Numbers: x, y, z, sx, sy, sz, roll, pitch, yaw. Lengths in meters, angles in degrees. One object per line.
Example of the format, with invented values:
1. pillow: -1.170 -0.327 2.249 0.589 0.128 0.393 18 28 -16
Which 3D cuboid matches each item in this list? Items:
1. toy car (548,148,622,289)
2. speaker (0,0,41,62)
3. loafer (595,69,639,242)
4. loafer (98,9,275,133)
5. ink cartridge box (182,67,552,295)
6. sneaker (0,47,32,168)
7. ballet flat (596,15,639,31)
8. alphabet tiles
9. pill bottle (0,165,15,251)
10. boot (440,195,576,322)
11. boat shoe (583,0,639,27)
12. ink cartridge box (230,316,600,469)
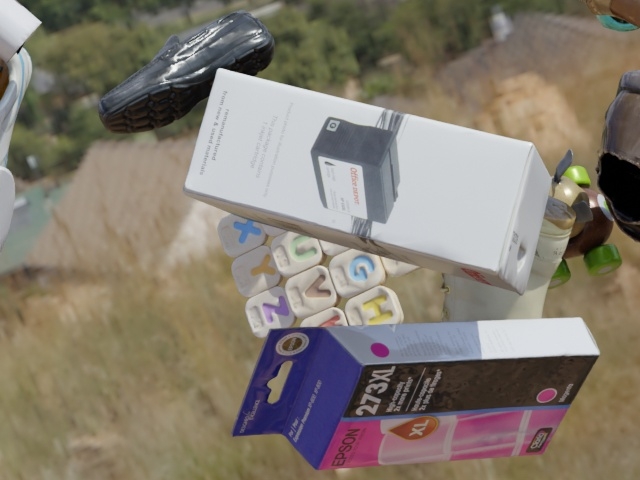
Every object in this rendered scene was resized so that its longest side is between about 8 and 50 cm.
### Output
1. toy car: 0.341 -0.045 2.165 0.149 0.155 0.188 -14 -22 -9
2. speaker: -0.340 -0.236 1.547 0.055 0.136 0.055 -47 11 12
3. loafer: 0.398 -0.079 2.022 0.134 0.366 0.130 25 73 25
4. loafer: -0.158 -0.192 1.802 0.223 0.076 0.078 -30 62 -18
5. ink cartridge box: 0.055 -0.054 1.529 0.307 0.129 0.223 15 -3 14
6. sneaker: -0.360 -0.103 1.628 0.087 0.228 0.092 11 -4 1
7. ballet flat: 0.361 -0.304 1.583 0.247 0.083 0.087 -54 5 26
8. alphabet tiles: 0.000 0.000 2.003 0.278 0.284 0.021 -25 -12 25
9. pill bottle: -0.285 -0.034 0.937 0.193 0.108 0.108 18 29 9
10. boot: 0.145 0.022 1.817 0.262 0.203 0.095 17 23 16
11. boat shoe: 0.325 -0.239 1.166 0.324 0.122 0.120 -28 52 -12
12. ink cartridge box: 0.102 0.164 1.702 0.371 0.175 0.069 1 44 -22
